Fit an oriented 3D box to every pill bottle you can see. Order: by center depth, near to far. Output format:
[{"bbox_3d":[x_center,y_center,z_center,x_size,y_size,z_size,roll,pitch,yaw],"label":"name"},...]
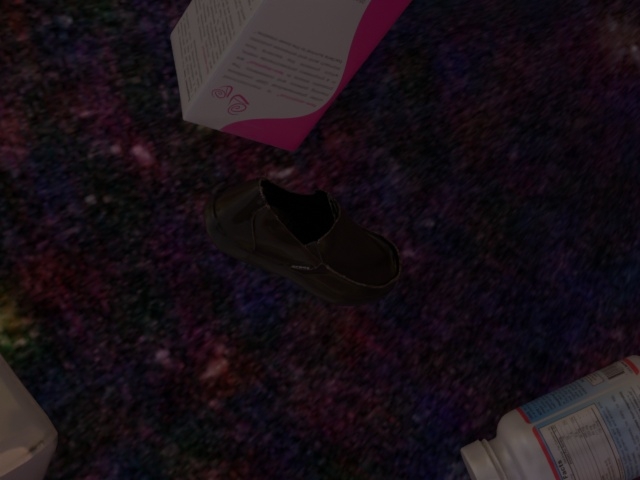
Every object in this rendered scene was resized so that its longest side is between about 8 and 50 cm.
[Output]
[{"bbox_3d":[0.195,0.159,0.993,0.160,0.087,0.087,-24,97,-1],"label":"pill bottle"}]

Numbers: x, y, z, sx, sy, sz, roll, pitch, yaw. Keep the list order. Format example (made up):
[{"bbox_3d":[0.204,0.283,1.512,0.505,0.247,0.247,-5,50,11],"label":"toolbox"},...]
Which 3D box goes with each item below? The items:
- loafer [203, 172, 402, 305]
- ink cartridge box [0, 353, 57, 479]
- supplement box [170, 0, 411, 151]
[{"bbox_3d":[0.000,0.000,1.165,0.078,0.220,0.080,-36,51,37],"label":"loafer"},{"bbox_3d":[-0.280,0.093,0.514,0.285,0.166,0.395,50,143,14],"label":"ink cartridge box"},{"bbox_3d":[-0.021,-0.191,1.031,0.220,0.111,0.114,-50,39,35],"label":"supplement box"}]
